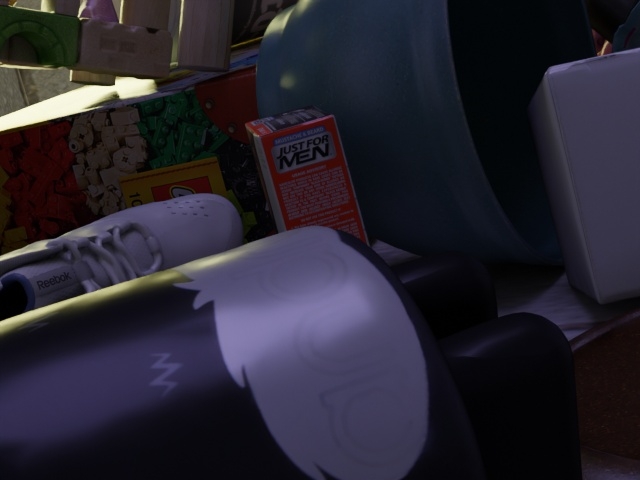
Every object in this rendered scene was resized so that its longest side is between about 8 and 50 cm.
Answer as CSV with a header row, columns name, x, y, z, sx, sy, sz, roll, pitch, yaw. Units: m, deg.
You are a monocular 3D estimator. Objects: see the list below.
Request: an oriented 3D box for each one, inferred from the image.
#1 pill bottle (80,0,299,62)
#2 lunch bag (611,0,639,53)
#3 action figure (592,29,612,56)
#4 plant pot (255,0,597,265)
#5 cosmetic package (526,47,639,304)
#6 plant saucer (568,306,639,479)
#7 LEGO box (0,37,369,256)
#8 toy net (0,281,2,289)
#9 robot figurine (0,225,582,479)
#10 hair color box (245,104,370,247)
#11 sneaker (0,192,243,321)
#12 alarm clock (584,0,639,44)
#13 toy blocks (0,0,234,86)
name,x,y,z,sx,sy,sz,roll,pitch,yaw
pill bottle,-0.131,-0.276,1.333,0.161,0.161,0.283,-4,16,40
lunch bag,0.400,-0.142,0.985,0.223,0.160,0.262,-23,58,-41
action figure,0.395,-0.224,1.374,0.370,0.248,0.276,-48,11,48
plant pot,0.076,-0.115,0.977,0.196,0.293,0.293,-8,14,31
cosmetic package,0.251,-0.053,0.771,0.224,0.138,0.224,-12,-1,7
plant saucer,0.210,0.071,0.563,0.310,0.050,0.310,-14,11,3
LEGO box,-0.120,-0.080,1.282,0.372,0.193,0.500,-11,13,19
toy net,-0.278,0.102,0.742,0.232,0.045,0.122,-49,4,5
robot figurine,-0.046,0.098,0.453,0.278,0.173,0.209,-18,-11,-16
hair color box,0.000,0.000,0.838,0.053,0.167,0.093,-16,12,-6
sneaker,-0.175,0.043,0.920,0.297,0.111,0.129,-29,-10,-27
alarm clock,0.274,-0.228,1.040,0.129,0.064,0.192,-40,-22,-10
toy blocks,-0.240,-0.274,1.038,0.288,0.260,0.309,3,1,-31
